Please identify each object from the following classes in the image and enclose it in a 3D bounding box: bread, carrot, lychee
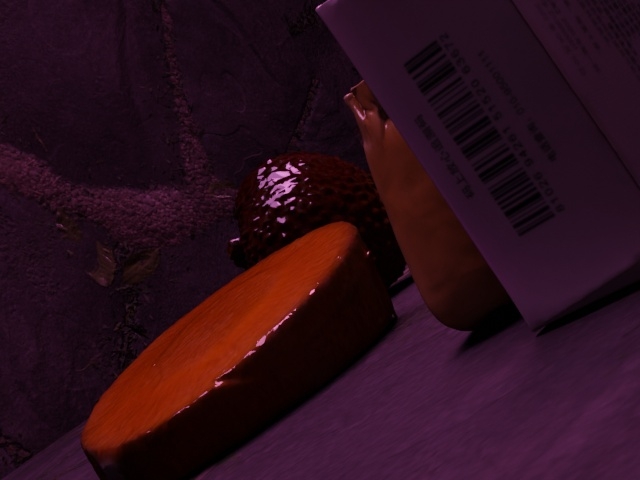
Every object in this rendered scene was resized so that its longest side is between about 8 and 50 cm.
[{"bbox_3d":[0.091,-0.040,0.785,0.085,0.173,0.134,-23,-1,28],"label":"bread"},{"bbox_3d":[-0.066,0.106,1.075,0.258,0.100,0.307,-29,11,45],"label":"carrot"},{"bbox_3d":[-0.006,-0.002,1.357,0.194,0.194,0.194,-33,1,1],"label":"lychee"}]

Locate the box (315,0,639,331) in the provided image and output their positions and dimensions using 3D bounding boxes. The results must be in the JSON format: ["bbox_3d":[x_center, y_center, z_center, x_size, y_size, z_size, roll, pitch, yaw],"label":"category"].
[{"bbox_3d":[0.160,-0.107,0.734,0.106,0.200,0.299,-33,1,40],"label":"box"}]
